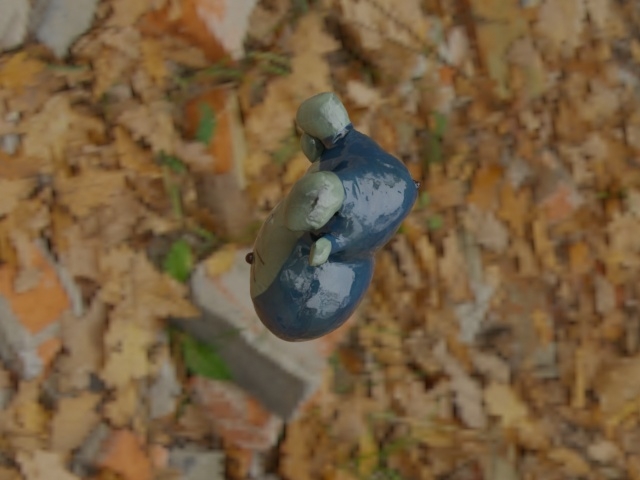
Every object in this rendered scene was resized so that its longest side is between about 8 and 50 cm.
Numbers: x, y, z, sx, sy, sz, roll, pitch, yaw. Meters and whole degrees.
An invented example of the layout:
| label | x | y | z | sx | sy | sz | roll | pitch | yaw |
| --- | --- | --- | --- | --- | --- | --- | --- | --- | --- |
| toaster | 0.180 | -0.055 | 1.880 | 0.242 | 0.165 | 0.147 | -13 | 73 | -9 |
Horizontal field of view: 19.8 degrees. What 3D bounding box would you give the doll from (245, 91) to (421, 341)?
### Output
| label | x | y | z | sx | sy | sz | roll | pitch | yaw |
| --- | --- | --- | --- | --- | --- | --- | --- | --- | --- |
| doll | 0.000 | 0.000 | 0.669 | 0.050 | 0.083 | 0.076 | 22 | 34 | -8 |
